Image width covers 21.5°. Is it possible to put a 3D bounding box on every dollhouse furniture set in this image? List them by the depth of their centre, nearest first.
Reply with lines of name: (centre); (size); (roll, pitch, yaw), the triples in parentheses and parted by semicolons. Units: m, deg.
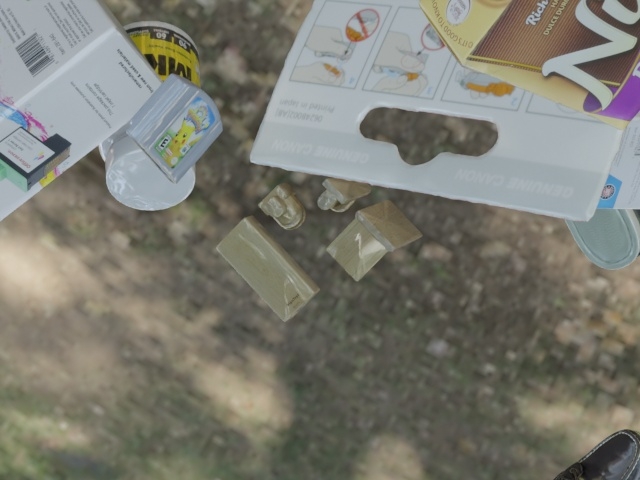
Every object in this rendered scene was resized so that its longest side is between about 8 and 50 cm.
dollhouse furniture set: (0.000, 0.000, 1.888); (0.144, 0.123, 0.151); (47, 108, 7)

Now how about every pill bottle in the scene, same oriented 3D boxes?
pill bottle: (-0.194, -0.142, 1.920); (0.119, 0.208, 0.119); (-4, 138, -3)

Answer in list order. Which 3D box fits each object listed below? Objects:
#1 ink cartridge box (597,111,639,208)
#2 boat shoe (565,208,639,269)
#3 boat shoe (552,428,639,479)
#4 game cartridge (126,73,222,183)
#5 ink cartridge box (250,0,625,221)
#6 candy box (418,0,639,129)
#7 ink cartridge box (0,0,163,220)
ink cartridge box: (0.320, -0.085, 1.514); (0.181, 0.061, 0.104); (1, 131, -12)
boat shoe: (0.317, -0.115, 2.038); (0.114, 0.091, 0.302); (-12, 104, 34)
boat shoe: (0.204, 0.211, 1.343); (0.049, 0.152, 0.056); (33, -173, -48)
game cartridge: (-0.091, -0.073, 1.079); (0.017, 0.056, 0.083); (34, 173, 22)
ink cartridge box: (0.152, -0.189, 1.230); (0.308, 0.385, 0.091); (12, 162, 39)
candy box: (0.141, -0.142, 0.712); (0.109, 0.053, 0.187); (16, 121, -39)
ink cartridge box: (-0.336, -0.161, 1.825); (0.201, 0.278, 0.117); (53, -179, 44)
